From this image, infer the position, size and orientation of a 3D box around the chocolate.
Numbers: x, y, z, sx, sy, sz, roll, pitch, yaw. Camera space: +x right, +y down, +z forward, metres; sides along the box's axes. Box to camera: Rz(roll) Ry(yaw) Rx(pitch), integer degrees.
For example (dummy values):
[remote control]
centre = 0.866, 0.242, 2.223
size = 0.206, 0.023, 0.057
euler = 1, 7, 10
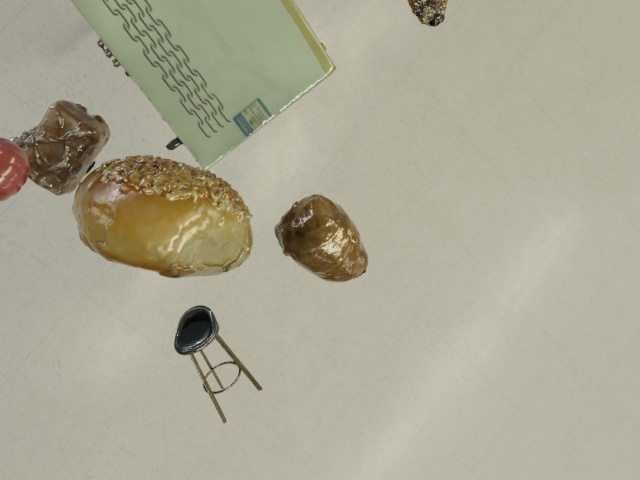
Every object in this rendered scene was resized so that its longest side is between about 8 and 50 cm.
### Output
[chocolate]
centre = -0.622, -0.226, 1.314
size = 0.148, 0.093, 0.214
euler = 34, 100, -8

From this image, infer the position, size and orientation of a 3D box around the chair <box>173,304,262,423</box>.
[chair]
centre = -0.207, 0.238, 1.041
size = 0.104, 0.095, 0.222
euler = -9, 119, 24

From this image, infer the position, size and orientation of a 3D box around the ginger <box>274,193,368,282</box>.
[ginger]
centre = 0.003, -0.001, 1.576
size = 0.223, 0.200, 0.269
euler = -5, 61, -51

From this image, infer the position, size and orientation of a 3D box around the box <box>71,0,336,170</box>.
[box]
centre = -0.134, -0.231, 0.552
size = 0.211, 0.045, 0.270
euler = -40, 111, -5

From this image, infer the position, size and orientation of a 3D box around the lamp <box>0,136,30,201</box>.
[lamp]
centre = -0.521, -0.113, 0.870
size = 0.107, 0.092, 0.108
euler = -6, 68, 15

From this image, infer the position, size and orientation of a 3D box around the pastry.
[pastry]
centre = -0.347, -0.060, 1.239
size = 0.409, 0.409, 0.245
euler = 13, 93, -21

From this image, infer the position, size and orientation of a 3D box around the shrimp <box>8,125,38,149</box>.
[shrimp]
centre = -0.816, -0.294, 1.555
size = 0.165, 0.056, 0.065
euler = -44, 153, -28

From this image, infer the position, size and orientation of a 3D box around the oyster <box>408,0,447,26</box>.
[oyster]
centre = 0.208, -0.479, 1.089
size = 0.132, 0.029, 0.086
euler = 3, 123, -33
